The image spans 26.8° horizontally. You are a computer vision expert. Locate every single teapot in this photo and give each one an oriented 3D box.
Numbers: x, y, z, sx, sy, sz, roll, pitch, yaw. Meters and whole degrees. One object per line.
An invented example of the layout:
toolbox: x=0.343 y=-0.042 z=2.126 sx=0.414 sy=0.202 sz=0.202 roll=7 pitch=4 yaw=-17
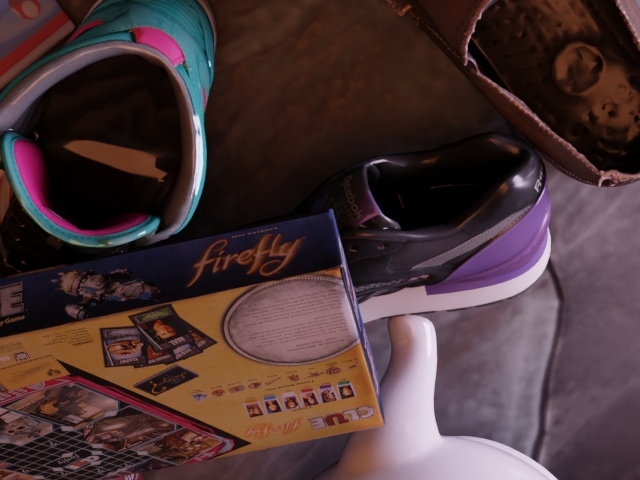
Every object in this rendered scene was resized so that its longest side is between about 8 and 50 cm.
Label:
teapot: x=0.093 y=0.223 z=0.870 sx=0.252 sy=0.187 sz=0.256 roll=30 pitch=130 yaw=12

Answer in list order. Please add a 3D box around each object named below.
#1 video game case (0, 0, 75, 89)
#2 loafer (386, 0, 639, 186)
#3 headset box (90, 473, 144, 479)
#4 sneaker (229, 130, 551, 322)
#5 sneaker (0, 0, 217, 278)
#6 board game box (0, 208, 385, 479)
video game case: x=-0.286 y=-0.182 z=0.737 sx=0.025 sy=0.204 sz=0.285 roll=-26 pitch=109 yaw=41
loafer: x=0.098 y=-0.173 z=0.773 sx=0.366 sy=0.130 sz=0.134 roll=43 pitch=101 yaw=-12
headset box: x=-0.213 y=0.260 z=0.903 sx=0.218 sy=0.110 sz=0.293 roll=-11 pitch=106 yaw=2
sneaker: x=0.000 y=0.000 z=0.812 sx=0.283 sy=0.124 sz=0.107 roll=-20 pitch=62 yaw=-2
sneaker: x=-0.147 y=-0.012 z=0.790 sx=0.123 sy=0.178 sz=0.296 roll=24 pitch=105 yaw=-8
board game box: x=-0.095 y=0.071 z=0.758 sx=0.243 sy=0.042 sz=0.165 roll=-11 pitch=141 yaw=3
